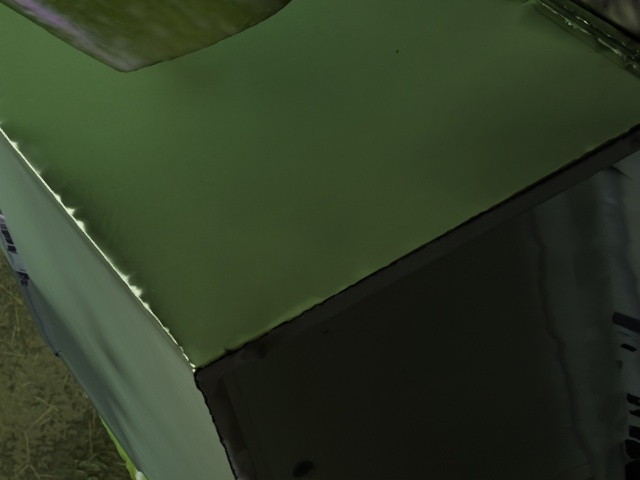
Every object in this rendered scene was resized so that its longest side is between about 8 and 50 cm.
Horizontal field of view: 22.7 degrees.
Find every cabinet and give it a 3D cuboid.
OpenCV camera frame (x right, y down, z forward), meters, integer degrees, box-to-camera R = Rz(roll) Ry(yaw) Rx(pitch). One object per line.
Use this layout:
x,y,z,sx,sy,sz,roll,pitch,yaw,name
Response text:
0.000,0.000,0.468,0.206,0.150,0.145,44,157,47,cabinet

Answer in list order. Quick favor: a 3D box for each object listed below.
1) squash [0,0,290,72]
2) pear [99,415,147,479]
-0.038,-0.119,0.336,0.123,0.170,0.170,48,173,-25,squash
0.007,0.077,0.710,0.288,0.139,0.239,60,155,8,pear
